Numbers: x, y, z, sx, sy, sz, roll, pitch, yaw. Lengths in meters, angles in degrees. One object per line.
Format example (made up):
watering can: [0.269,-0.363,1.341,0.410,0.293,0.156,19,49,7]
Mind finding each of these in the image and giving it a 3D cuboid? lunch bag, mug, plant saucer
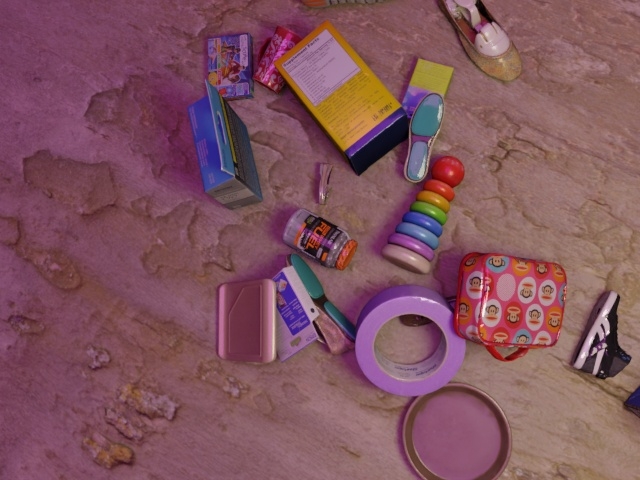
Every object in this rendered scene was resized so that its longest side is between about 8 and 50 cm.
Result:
lunch bag: [0.469,0.168,1.470,0.293,0.120,0.258,11,83,-28]
mug: [-0.127,-0.532,1.785,0.113,0.150,0.169,28,92,-23]
plant saucer: [0.351,0.508,1.547,0.278,0.041,0.277,-2,82,11]

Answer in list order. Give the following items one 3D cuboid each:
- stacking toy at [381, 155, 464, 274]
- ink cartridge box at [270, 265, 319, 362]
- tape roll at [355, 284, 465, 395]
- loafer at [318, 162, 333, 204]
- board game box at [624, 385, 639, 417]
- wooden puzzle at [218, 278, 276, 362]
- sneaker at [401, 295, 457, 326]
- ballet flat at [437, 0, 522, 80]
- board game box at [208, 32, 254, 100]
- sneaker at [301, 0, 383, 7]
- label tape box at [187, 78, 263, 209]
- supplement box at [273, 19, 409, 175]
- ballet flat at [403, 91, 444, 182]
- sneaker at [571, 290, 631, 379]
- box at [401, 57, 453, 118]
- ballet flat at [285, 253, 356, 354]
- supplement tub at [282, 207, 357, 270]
stacking toy: [0.290,-0.081,1.611,0.141,0.141,0.330,23,82,13]
ink cartridge box: [-0.090,0.202,1.616,0.206,0.045,0.208,-41,71,46]
tape roll: [0.226,0.256,1.531,0.275,0.090,0.274,1,106,4]
loafer: [0.016,-0.163,1.716,0.039,0.045,0.125,1,79,4]
board game box: [0.888,0.438,1.356,0.291,0.232,0.141,43,91,13]
wooden puzzle: [-0.200,0.222,1.650,0.239,0.044,0.220,-9,79,46]
sneaker: [0.304,0.183,1.590,0.189,0.071,0.066,-18,79,7]
ballet flat: [0.440,-0.597,1.665,0.123,0.123,0.348,-32,77,5]
board game box: [-0.275,-0.530,1.832,0.136,0.035,0.201,-3,81,10]
sneaker: [0.092,-0.802,1.759,0.321,0.124,0.180,1,82,11]
label tape box: [-0.273,-0.245,1.626,0.115,0.348,0.249,-15,79,8]
supplement box: [0.063,-0.391,1.664,0.194,0.195,0.356,-37,77,3]
ballet flat: [0.280,-0.282,1.643,0.086,0.086,0.248,19,103,13]
sneaker: [0.733,0.244,1.502,0.121,0.079,0.216,24,95,10]
box: [0.299,-0.418,1.700,0.109,0.042,0.178,20,86,13]
ballet flat: [-0.024,0.183,1.642,0.106,0.108,0.316,-43,74,21]
supplement tub: [0.000,0.000,1.655,0.190,0.117,0.117,28,87,14]
